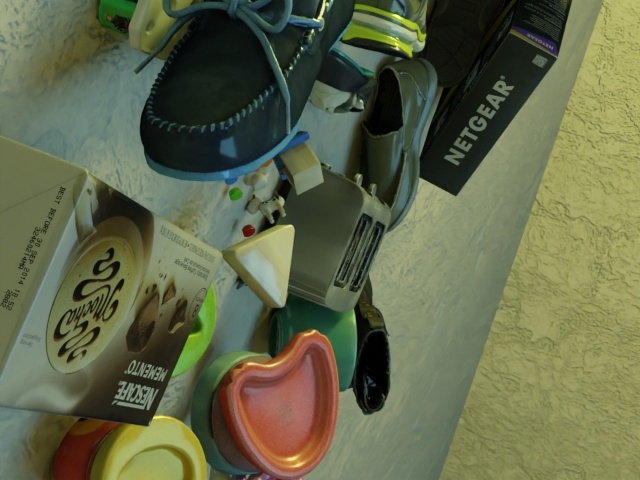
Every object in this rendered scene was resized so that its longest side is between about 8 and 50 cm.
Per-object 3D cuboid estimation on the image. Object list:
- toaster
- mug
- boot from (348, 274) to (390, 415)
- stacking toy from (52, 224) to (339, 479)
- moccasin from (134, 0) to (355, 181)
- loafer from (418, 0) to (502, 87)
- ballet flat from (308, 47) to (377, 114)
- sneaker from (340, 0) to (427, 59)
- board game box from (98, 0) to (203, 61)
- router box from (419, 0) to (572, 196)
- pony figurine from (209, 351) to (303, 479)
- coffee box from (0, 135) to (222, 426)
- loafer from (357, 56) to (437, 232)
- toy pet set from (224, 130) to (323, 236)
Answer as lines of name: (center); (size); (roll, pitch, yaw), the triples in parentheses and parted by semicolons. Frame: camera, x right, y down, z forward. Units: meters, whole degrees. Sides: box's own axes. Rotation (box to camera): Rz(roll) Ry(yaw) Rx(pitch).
toaster: (0.000, 0.000, 1.572); (0.186, 0.110, 0.168); (-67, 163, -1)
mug: (-0.017, 0.124, 1.686); (0.129, 0.097, 0.158); (108, -21, -47)
boot: (0.047, 0.164, 1.785); (0.229, 0.091, 0.263); (-107, -166, -54)
stacking toy: (-0.138, 0.131, 1.265); (0.309, 0.130, 0.280); (-12, 96, -44)
moccasin: (-0.059, -0.173, 0.997); (0.342, 0.137, 0.117); (-69, 167, -52)
loafer: (0.224, -0.371, 1.860); (0.095, 0.109, 0.303); (-78, -167, -77)
ballet flat: (0.020, -0.181, 1.477); (0.074, 0.074, 0.203); (-69, 166, 5)
sneaker: (0.080, -0.273, 1.388); (0.300, 0.111, 0.121); (-81, -171, -75)
board game box: (-0.036, -0.329, 1.134); (0.390, 0.050, 0.390); (-69, 163, 5)
router box: (0.263, -0.251, 1.898); (0.309, 0.081, 0.243); (-57, -173, 46)
pony figurine: (-0.097, 0.320, 1.478); (0.351, 0.302, 0.364); (96, 6, -66)
coffee box: (-0.198, 0.039, 0.970); (0.168, 0.118, 0.297); (-67, 164, -6)
loafer: (0.086, -0.133, 1.747); (0.087, 0.094, 0.251); (4, 100, -47)
toy pet set: (-0.059, -0.081, 1.410); (0.114, 0.065, 0.122); (-27, 149, -10)
